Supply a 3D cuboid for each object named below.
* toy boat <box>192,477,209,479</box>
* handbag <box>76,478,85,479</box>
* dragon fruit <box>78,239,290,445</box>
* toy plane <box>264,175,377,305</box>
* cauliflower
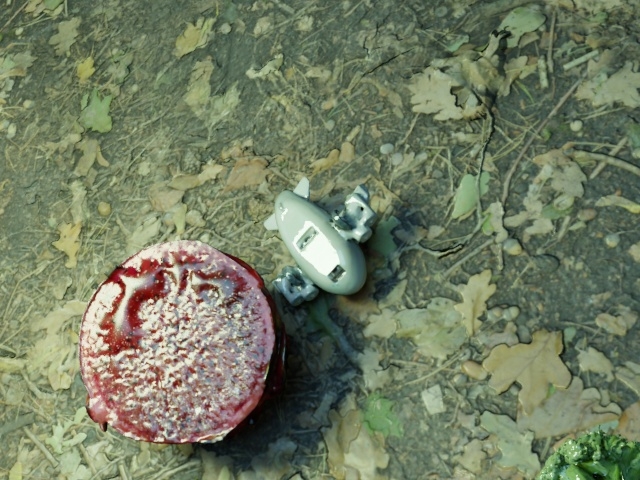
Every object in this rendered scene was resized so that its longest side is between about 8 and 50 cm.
[{"bbox_3d":[-0.238,0.471,1.711,0.172,0.065,0.066,-35,81,3],"label":"toy boat"},{"bbox_3d":[-0.430,0.522,1.762,0.115,0.072,0.139,38,96,29],"label":"handbag"},{"bbox_3d":[-0.235,0.194,1.741,0.386,0.249,0.371,-40,74,3],"label":"dragon fruit"},{"bbox_3d":[-0.003,-0.001,1.812,0.267,0.122,0.267,-9,74,33],"label":"toy plane"},{"bbox_3d":[0.430,0.410,1.379,0.275,0.250,0.272,23,77,23],"label":"cauliflower"}]
